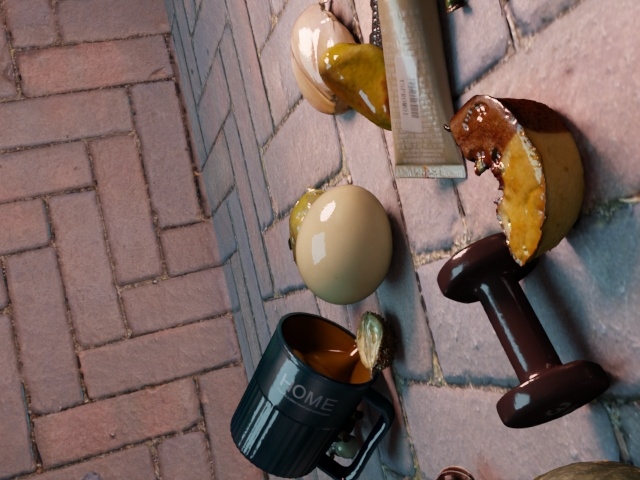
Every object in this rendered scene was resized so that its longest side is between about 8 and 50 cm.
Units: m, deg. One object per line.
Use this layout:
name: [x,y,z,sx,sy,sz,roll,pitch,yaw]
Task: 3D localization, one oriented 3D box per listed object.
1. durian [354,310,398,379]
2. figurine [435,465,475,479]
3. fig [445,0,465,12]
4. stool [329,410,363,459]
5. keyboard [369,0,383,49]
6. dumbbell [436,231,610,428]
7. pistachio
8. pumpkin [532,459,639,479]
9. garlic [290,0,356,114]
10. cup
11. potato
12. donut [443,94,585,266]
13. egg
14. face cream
durian: [0.121,0.213,1.438,0.110,0.071,0.140,128,144,-60]
figurine: [0.220,0.563,1.151,0.320,0.196,0.323,46,133,49]
fig: [0.166,-0.419,0.895,0.151,0.151,0.259,67,-174,32]
stool: [0.042,0.461,1.763,0.121,0.125,0.217,-3,111,62]
keyboard: [0.109,-0.361,1.205,0.106,0.016,0.262,-126,30,-53]
dumbbell: [0.246,0.110,0.885,0.124,0.140,0.225,-36,60,24]
pistachio: [0.086,-0.257,1.184,0.189,0.100,0.110,36,172,5]
pumpkin: [0.306,0.387,0.684,0.291,0.257,0.327,20,114,55]
garlic: [-0.004,-0.360,1.409,0.217,0.110,0.228,113,141,-66]
cup: [-0.018,0.357,1.587,0.292,0.308,0.242,-61,19,21]
potato: [0.000,0.000,1.552,0.248,0.143,0.169,97,180,-56]
donut: [0.246,-0.090,0.848,0.141,0.085,0.217,119,135,-63]
egg: [0.046,0.009,1.354,0.186,0.186,0.241,-130,43,-56]
face cream: [0.142,-0.259,1.068,0.137,0.084,0.341,5,110,44]
